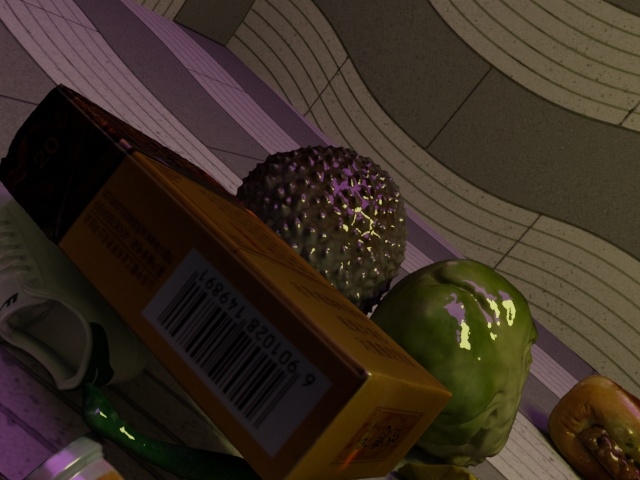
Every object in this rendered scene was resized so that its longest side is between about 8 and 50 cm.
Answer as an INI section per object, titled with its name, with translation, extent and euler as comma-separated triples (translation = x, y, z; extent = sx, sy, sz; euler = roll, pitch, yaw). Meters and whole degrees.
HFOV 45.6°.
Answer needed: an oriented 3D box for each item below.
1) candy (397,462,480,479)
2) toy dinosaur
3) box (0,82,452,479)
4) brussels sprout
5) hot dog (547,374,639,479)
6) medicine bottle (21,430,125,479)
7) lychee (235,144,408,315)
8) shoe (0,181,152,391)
[candy]
translation = 0.198, 0.334, 0.874
extent = 0.187, 0.081, 0.297
euler = 41, -11, -5
[toy dinosaur]
translation = 0.006, 0.256, 0.628
extent = 0.447, 0.087, 0.301
euler = 46, 0, 2
[box]
translation = -0.089, 0.041, 0.719
extent = 0.415, 0.116, 0.264
euler = 40, 5, 26
[brussels sprout]
translation = 0.193, 0.167, 1.106
extent = 0.317, 0.242, 0.274
euler = 55, 33, -42
[hot dog]
translation = 0.672, 0.459, 1.573
extent = 0.405, 0.185, 0.223
euler = 34, 13, -20
[medicine bottle]
translation = -0.032, 0.304, 0.466
extent = 0.426, 0.108, 0.108
euler = 42, 14, 9
[lychee]
translation = 0.004, -0.003, 1.163
extent = 0.300, 0.300, 0.300
euler = 36, 14, -11
[shoe]
translation = -0.275, 0.037, 0.720
extent = 0.265, 0.095, 0.110
euler = 43, 15, 6
